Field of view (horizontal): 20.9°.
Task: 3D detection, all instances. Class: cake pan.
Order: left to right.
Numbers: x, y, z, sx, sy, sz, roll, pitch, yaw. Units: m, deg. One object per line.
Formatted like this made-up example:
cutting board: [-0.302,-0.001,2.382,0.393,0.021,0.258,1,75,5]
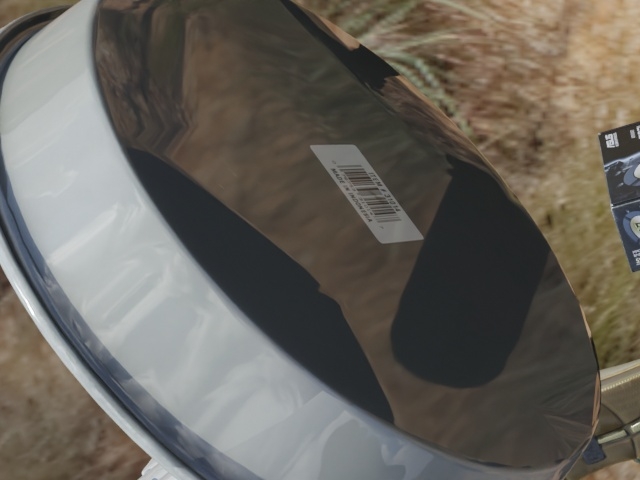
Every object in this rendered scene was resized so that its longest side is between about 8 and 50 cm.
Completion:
cake pan: [0.000,0.000,0.675,0.054,0.293,0.293,-45,76,27]

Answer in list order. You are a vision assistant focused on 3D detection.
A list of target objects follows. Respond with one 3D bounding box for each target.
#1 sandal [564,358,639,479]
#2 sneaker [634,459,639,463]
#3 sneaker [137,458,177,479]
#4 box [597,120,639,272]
sandal: [0.126,0.095,0.939,0.180,0.049,0.072,-19,121,13]
sneaker: [0.332,0.059,1.279,0.146,0.134,0.343,49,130,-8]
sneaker: [-0.021,0.212,1.053,0.127,0.315,0.182,-41,100,10]
box: [0.361,-0.060,1.720,0.147,0.180,0.077,-16,115,13]
